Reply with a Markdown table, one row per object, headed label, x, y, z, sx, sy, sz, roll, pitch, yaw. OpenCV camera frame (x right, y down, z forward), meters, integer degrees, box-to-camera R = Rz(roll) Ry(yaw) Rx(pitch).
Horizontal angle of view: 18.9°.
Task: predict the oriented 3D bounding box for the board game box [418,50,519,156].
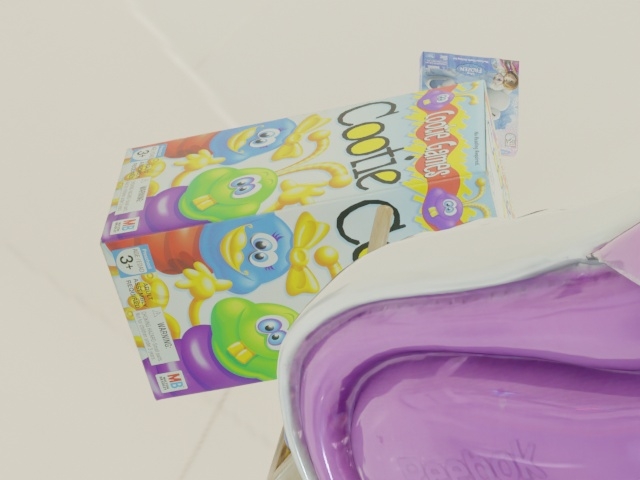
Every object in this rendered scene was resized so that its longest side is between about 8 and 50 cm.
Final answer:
| label | x | y | z | sx | sy | sz | roll | pitch | yaw |
| --- | --- | --- | --- | --- | --- | --- | --- | --- | --- |
| board game box | 0.133 | -0.123 | 1.733 | 0.090 | 0.020 | 0.090 | 5 | 70 | -6 |

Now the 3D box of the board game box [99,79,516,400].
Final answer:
| label | x | y | z | sx | sy | sz | roll | pitch | yaw |
| --- | --- | --- | --- | --- | --- | --- | --- | --- | --- |
| board game box | 0.000 | 0.000 | 1.396 | 0.142 | 0.275 | 0.144 | -84 | 160 | -59 |

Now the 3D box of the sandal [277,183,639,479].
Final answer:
| label | x | y | z | sx | sy | sz | roll | pitch | yaw |
| --- | --- | --- | --- | --- | --- | --- | --- | --- | --- |
| sandal | 0.106 | 0.053 | 0.410 | 0.102 | 0.416 | 0.169 | -36 | 95 | -32 |

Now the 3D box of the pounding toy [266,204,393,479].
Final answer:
| label | x | y | z | sx | sy | sz | roll | pitch | yaw |
| --- | --- | --- | --- | --- | --- | --- | --- | --- | --- |
| pounding toy | 0.031 | 0.081 | 1.162 | 0.100 | 0.141 | 0.130 | 33 | 32 | -10 |
